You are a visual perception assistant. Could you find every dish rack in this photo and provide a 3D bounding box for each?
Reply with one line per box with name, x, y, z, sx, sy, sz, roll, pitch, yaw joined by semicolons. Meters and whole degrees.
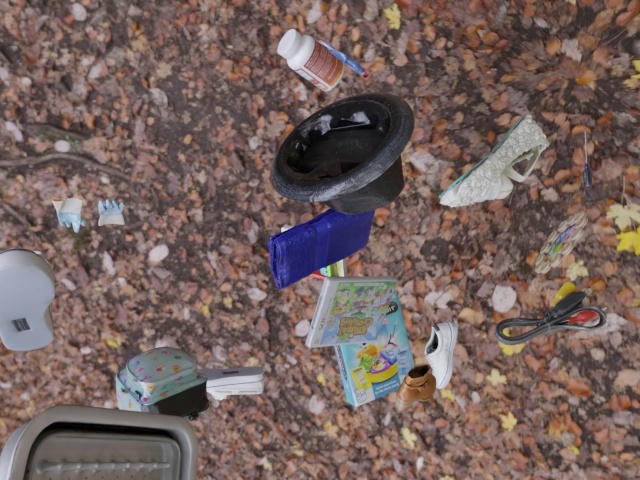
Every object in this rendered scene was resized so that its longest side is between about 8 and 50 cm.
dish rack;-0.251;0.359;0.573;0.072;0.285;0.333;-9;66;23

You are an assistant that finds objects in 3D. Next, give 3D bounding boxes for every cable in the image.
cable;0.571;0.202;1.300;0.287;0.072;0.139;-30;59;-6

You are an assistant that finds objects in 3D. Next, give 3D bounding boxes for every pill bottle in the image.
pill bottle;-0.032;-0.603;1.767;0.121;0.216;0.121;-28;50;38

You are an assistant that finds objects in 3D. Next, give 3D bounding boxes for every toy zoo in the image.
toy zoo;-0.040;0.047;1.932;0.293;0.030;0.192;14;129;27

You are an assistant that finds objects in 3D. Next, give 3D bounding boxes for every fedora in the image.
fedora;0.062;-0.153;1.075;0.333;0.334;0.152;-15;133;29

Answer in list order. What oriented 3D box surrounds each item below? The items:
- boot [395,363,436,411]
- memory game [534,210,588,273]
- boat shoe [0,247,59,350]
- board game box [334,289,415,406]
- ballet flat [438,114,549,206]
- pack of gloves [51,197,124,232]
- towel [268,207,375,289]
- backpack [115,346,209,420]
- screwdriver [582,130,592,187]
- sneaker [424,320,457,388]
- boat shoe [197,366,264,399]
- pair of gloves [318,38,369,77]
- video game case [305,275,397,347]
boot;0.316;0.435;1.649;0.073;0.197;0.152;33;129;30
memory game;0.585;0.004;1.296;0.012;0.186;0.186;35;117;4
boat shoe;-0.602;0.085;1.076;0.367;0.135;0.157;118;138;-53
board game box;0.178;0.366;1.836;0.079;0.253;0.336;-3;102;69
ballet flat;0.489;-0.195;1.425;0.147;0.409;0.147;38;153;23
pack of gloves;-0.707;-0.068;1.637;0.232;0.195;0.046;138;127;-64
towel;0.000;0.000;1.468;0.076;0.308;0.228;55;157;27
backpack;-0.358;0.318;1.166;0.188;0.165;0.145;6;107;44
screwdriver;0.739;-0.226;1.475;0.024;0.025;0.170;3;73;2
sneaker;0.404;0.396;1.837;0.091;0.094;0.258;-1;107;-13
boat shoe;-0.298;0.440;1.602;0.258;0.095;0.084;-1;101;-3
pair of gloves;0.071;-0.538;1.563;0.159;0.198;0.023;38;105;4
video game case;0.080;0.178;1.332;0.023;0.212;0.193;43;124;50
